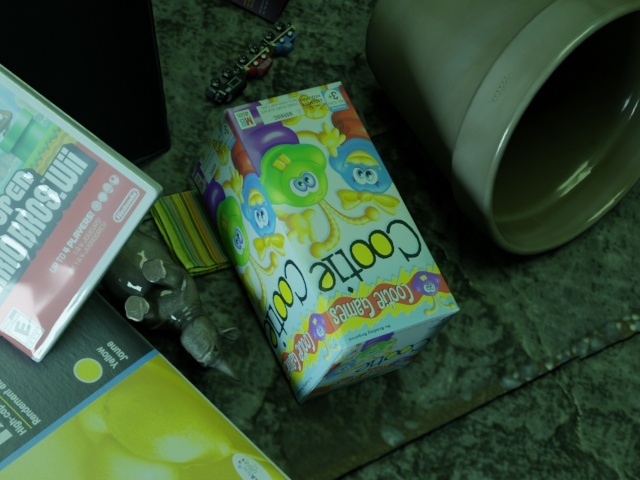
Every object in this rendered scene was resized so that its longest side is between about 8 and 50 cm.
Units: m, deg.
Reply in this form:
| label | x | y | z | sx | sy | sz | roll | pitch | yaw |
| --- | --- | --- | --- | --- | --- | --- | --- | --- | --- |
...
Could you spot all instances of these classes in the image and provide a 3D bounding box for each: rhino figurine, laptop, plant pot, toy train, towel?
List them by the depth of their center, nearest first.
| label | x | y | z | sx | sy | sz | roll | pitch | yaw |
| --- | --- | --- | --- | --- | --- | --- | --- | --- | --- |
| laptop | -0.379 | -0.218 | 1.520 | 0.407 | 0.382 | 0.236 | -7 | 18 | -1 |
| rhino figurine | -0.162 | 0.052 | 1.523 | 0.243 | 0.106 | 0.073 | 43 | 91 | 13 |
| towel | -0.062 | -0.031 | 1.662 | 0.237 | 0.021 | 0.102 | -16 | 63 | -27 |
| plant pot | 0.207 | -0.189 | 1.712 | 0.323 | 0.323 | 0.280 | -27 | 51 | -32 |
| toy train | -0.075 | -0.207 | 1.778 | 0.036 | 0.027 | 0.158 | 39 | 53 | 6 |

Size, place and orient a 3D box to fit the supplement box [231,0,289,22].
| label | x | y | z | sx | sy | sz | roll | pitch | yaw |
| --- | --- | --- | --- | --- | --- | --- | --- | --- | --- |
| supplement box | -0.109 | -0.357 | 1.840 | 0.188 | 0.081 | 0.104 | 27 | 52 | 2 |

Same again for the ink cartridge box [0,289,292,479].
| label | x | y | z | sx | sy | sz | roll | pitch | yaw |
| --- | --- | --- | --- | --- | --- | --- | --- | --- | --- |
| ink cartridge box | -0.232 | 0.222 | 1.398 | 0.303 | 0.072 | 0.307 | 43 | 52 | 14 |

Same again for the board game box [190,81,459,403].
| label | x | y | z | sx | sy | sz | roll | pitch | yaw |
| --- | --- | --- | --- | --- | --- | --- | --- | --- | --- |
| board game box | 0.000 | 0.000 | 1.563 | 0.144 | 0.142 | 0.275 | -17 | 70 | -28 |

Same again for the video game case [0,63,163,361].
| label | x | y | z | sx | sy | sz | roll | pitch | yaw |
| --- | --- | --- | --- | --- | --- | --- | --- | --- | --- |
| video game case | -0.313 | -0.052 | 1.404 | 0.285 | 0.204 | 0.025 | 37 | 13 | 2 |
